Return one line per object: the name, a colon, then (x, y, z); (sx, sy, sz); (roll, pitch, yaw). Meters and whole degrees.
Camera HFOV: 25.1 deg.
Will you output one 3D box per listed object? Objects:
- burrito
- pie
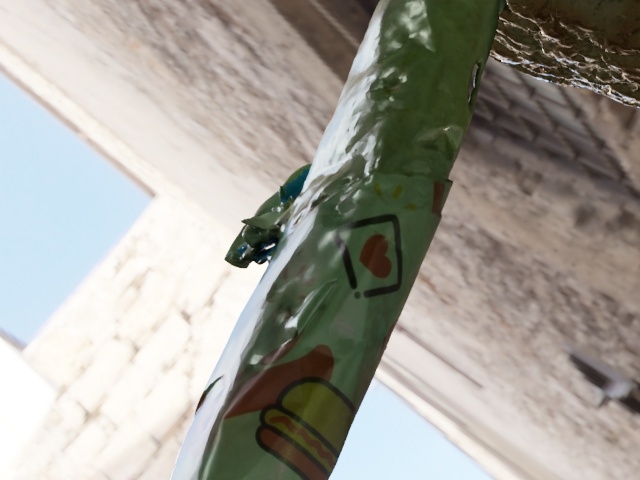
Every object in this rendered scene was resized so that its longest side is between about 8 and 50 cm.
burrito: (0.000, 0.000, 0.589); (0.054, 0.104, 0.288); (34, -110, -29)
pie: (0.147, -0.148, 0.798); (0.090, 0.248, 0.201); (-58, -13, -12)
